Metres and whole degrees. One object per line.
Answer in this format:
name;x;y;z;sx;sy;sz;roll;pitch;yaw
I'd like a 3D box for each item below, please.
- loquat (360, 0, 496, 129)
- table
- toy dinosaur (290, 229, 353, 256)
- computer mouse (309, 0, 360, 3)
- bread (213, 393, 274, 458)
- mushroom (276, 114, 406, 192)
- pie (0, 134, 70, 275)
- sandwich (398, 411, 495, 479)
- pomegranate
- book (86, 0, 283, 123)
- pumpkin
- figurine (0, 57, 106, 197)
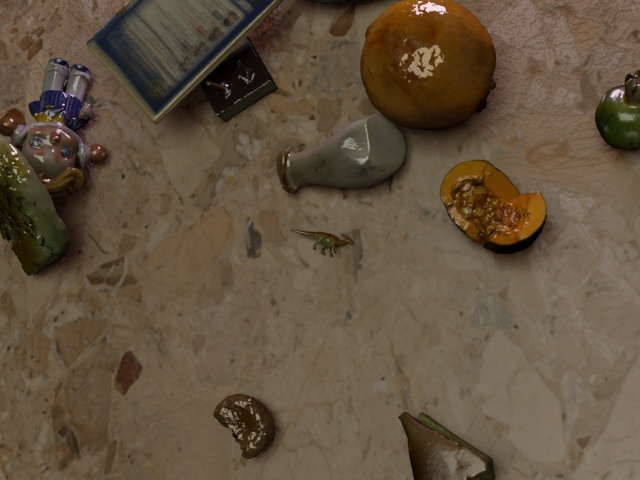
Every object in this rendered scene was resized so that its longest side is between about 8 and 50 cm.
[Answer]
loquat;0.178;-0.294;1.859;0.238;0.193;0.238;0;74;-1
table;-0.197;-0.358;2.034;0.121;0.111;0.240;-32;70;7
toy dinosaur;0.000;0.003;1.932;0.113;0.026;0.041;6;72;9
computer mouse;0.100;-0.538;1.987;0.374;0.114;0.203;-14;76;21
bread;-0.122;0.309;1.879;0.082;0.060;0.113;-38;71;6
mushroom;0.035;-0.137;1.929;0.225;0.093;0.116;-19;95;27
pie;-0.600;-0.099;2.028;0.371;0.296;0.078;34;52;22
sandwich;0.210;0.372;1.731;0.128;0.122;0.236;-17;72;14
pomegranate;0.498;-0.211;1.775;0.114;0.142;0.114;-4;54;5
book;-0.246;-0.392;1.987;0.322;0.018;0.228;-43;67;4
pumpkin;0.287;-0.045;1.816;0.119;0.108;0.183;-47;61;-6
figurine;-0.513;-0.208;2.086;0.193;0.133;0.274;-5;74;-28
